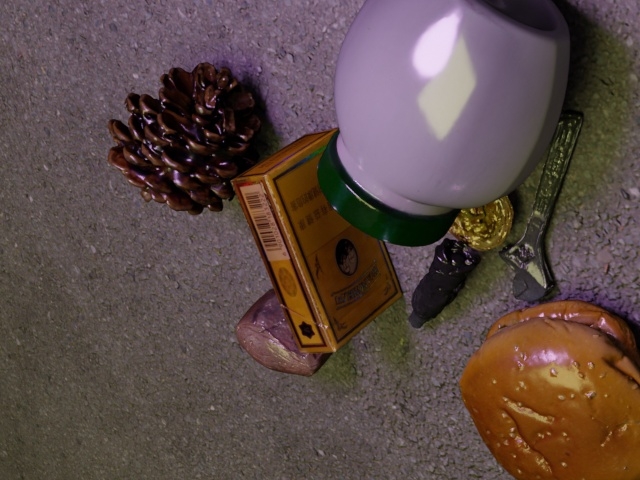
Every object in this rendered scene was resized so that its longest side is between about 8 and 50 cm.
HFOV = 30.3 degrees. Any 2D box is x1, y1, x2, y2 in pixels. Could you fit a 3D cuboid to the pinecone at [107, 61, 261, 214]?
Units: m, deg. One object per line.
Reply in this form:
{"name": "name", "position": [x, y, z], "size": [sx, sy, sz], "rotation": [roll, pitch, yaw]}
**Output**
{"name": "pinecone", "position": [-0.209, -0.158, 1.917], "size": [0.257, 0.243, 0.244], "rotation": [-21, 101, 27]}

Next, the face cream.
{"name": "face cream", "position": [0.154, -0.185, 1.555], "size": [0.312, 0.219, 0.357], "rotation": [45, 130, 19]}

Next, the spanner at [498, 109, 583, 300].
{"name": "spanner", "position": [0.315, -0.041, 1.662], "size": [0.093, 0.026, 0.326], "rotation": [30, 131, 24]}

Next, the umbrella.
{"name": "umbrella", "position": [0.179, 0.071, 1.813], "size": [0.066, 0.059, 0.236], "rotation": [44, 152, 11]}

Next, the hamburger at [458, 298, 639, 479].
{"name": "hamburger", "position": [0.357, 0.233, 1.699], "size": [0.314, 0.170, 0.290], "rotation": [-22, 106, 46]}

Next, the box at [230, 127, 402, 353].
{"name": "box", "position": [0.000, 0.000, 1.848], "size": [0.084, 0.193, 0.302], "rotation": [-6, 112, 45]}

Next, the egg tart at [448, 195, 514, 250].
{"name": "egg tart", "position": [0.231, -0.049, 1.717], "size": [0.128, 0.049, 0.129], "rotation": [20, 124, 33]}

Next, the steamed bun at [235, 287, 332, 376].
{"name": "steamed bun", "position": [-0.054, 0.155, 2.036], "size": [0.175, 0.145, 0.106], "rotation": [24, 129, 24]}
